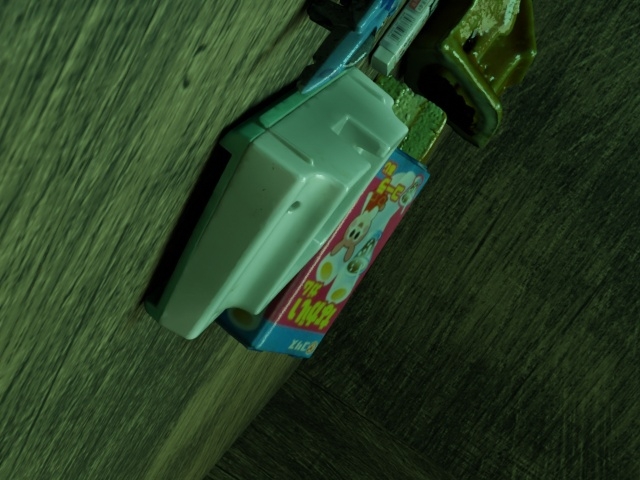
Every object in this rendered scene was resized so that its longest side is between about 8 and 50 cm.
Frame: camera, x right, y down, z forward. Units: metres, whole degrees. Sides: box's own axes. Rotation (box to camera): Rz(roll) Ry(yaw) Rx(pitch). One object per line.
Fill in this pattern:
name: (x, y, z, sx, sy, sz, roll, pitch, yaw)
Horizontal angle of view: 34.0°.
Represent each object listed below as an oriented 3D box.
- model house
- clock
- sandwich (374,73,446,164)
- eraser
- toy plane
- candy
model house: (0.248, -0.297, 1.531, 0.239, 0.173, 0.268, -54, 176, -9)
clock: (-0.034, -0.035, 1.036, 0.231, 0.116, 0.262, -59, 172, 31)
sandwich: (0.099, -0.134, 1.491, 0.144, 0.117, 0.187, -53, 173, 1)
eraser: (0.106, -0.263, 1.294, 0.122, 0.029, 0.052, -55, 174, -6)
toy plane: (0.045, -0.214, 0.897, 0.246, 0.078, 0.169, -46, 170, -23)
candy: (-0.001, -0.001, 1.334, 0.306, 0.100, 0.157, -58, 154, 6)
